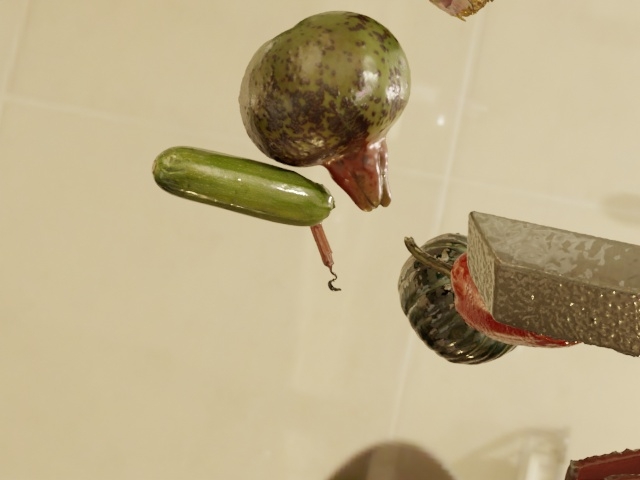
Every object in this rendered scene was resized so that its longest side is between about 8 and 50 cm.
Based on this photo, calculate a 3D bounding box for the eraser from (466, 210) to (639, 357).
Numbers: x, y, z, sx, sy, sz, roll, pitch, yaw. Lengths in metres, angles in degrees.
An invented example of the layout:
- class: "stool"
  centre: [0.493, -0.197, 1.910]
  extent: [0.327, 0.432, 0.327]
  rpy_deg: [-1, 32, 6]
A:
- class: "eraser"
  centre: [0.323, 0.060, 1.484]
  extent: [0.111, 0.352, 0.077]
  rpy_deg: [84, 25, -48]

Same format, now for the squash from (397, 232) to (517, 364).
- class: "squash"
  centre: [0.220, 0.090, 2.064]
  extent: [0.172, 0.218, 0.218]
  rpy_deg: [-23, -134, 54]

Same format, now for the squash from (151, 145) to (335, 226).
- class: "squash"
  centre: [-0.089, -0.064, 1.614]
  extent: [0.069, 0.238, 0.069]
  rpy_deg: [-40, -137, 51]

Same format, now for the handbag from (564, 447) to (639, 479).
- class: "handbag"
  centre: [0.344, 0.336, 1.401]
  extent: [0.084, 0.275, 0.260]
  rpy_deg: [37, -60, 51]

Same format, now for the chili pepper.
- class: "chili pepper"
  centre: [0.244, 0.069, 1.810]
  extent: [0.338, 0.131, 0.135]
  rpy_deg: [6, -90, 63]

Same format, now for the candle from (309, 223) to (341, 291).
- class: "candle"
  centre: [0.000, 0.000, 2.022]
  extent: [0.026, 0.021, 0.167]
  rpy_deg: [-42, -120, 48]

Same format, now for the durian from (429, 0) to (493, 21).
- class: "durian"
  centre: [0.150, -0.389, 1.742]
  extent: [0.261, 0.153, 0.186]
  rpy_deg: [62, -29, 8]

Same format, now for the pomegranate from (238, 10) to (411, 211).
- class: "pomegranate"
  centre: [0.017, -0.148, 1.625]
  extent: [0.248, 0.214, 0.214]
  rpy_deg: [66, 15, -7]
